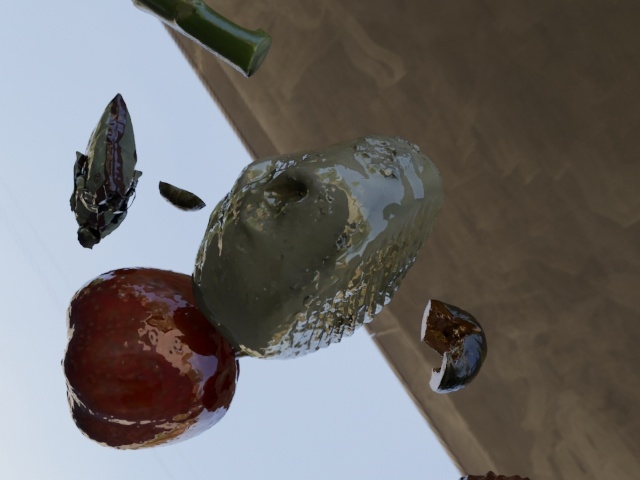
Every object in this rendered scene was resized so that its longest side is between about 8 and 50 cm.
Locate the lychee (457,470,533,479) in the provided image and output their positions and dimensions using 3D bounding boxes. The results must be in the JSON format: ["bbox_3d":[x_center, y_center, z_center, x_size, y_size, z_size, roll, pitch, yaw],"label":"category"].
[{"bbox_3d":[0.336,0.633,1.133,0.425,0.500,0.424,-9,-105,34],"label":"lychee"}]

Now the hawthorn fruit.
[{"bbox_3d":[-0.233,0.179,0.999,0.287,0.331,0.286,178,-90,-84],"label":"hawthorn fruit"}]

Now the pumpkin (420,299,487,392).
[{"bbox_3d":[0.255,0.200,1.183,0.183,0.108,0.119,-88,-167,-46],"label":"pumpkin"}]

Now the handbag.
[{"bbox_3d":[-0.405,-0.125,1.206,0.213,0.127,0.234,-49,-140,46],"label":"handbag"}]

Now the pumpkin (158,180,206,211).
[{"bbox_3d":[-0.223,-0.064,0.998,0.083,0.028,0.050,26,-17,5],"label":"pumpkin"}]

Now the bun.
[{"bbox_3d":[0.000,0.000,0.872,0.234,0.362,0.326,47,-1,28],"label":"bun"}]

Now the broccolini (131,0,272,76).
[{"bbox_3d":[-0.195,-0.239,0.553,0.392,0.074,0.078,34,-43,15],"label":"broccolini"}]
